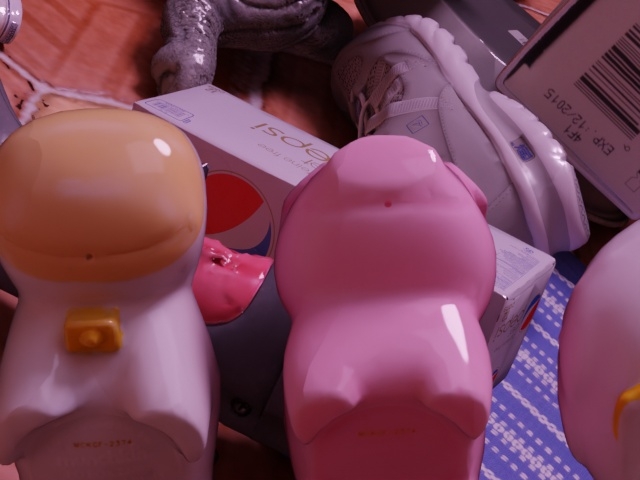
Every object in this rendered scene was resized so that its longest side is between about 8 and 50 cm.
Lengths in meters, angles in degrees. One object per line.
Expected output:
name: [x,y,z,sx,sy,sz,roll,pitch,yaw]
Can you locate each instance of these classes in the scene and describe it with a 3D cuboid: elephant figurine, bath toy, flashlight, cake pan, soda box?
elephant figurine: [-0.037,-0.191,0.897,0.169,0.186,0.239,37,20,-54]
bath toy: [0.003,0.024,0.455,0.348,0.151,0.129,2,34,-2]
flashlight: [-0.090,-0.010,0.553,0.304,0.103,0.103,24,57,2]
cake pan: [0.152,-0.131,1.027,0.293,0.054,0.293,35,23,-17]
soda box: [0.000,0.000,0.648,0.216,0.074,0.069,29,26,21]

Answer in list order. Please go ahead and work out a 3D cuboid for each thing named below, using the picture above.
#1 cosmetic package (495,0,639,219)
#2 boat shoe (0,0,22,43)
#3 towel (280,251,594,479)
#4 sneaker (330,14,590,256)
cosmetic package: [0.231,-0.139,0.897,0.129,0.153,0.296,44,20,0]
boat shoe: [-0.206,-0.156,0.778,0.035,0.035,0.100,14,40,-36]
towel: [0.140,0.118,0.702,0.243,0.040,0.336,42,31,13]
sneaker: [0.051,-0.062,0.812,0.115,0.105,0.281,-24,28,-9]
